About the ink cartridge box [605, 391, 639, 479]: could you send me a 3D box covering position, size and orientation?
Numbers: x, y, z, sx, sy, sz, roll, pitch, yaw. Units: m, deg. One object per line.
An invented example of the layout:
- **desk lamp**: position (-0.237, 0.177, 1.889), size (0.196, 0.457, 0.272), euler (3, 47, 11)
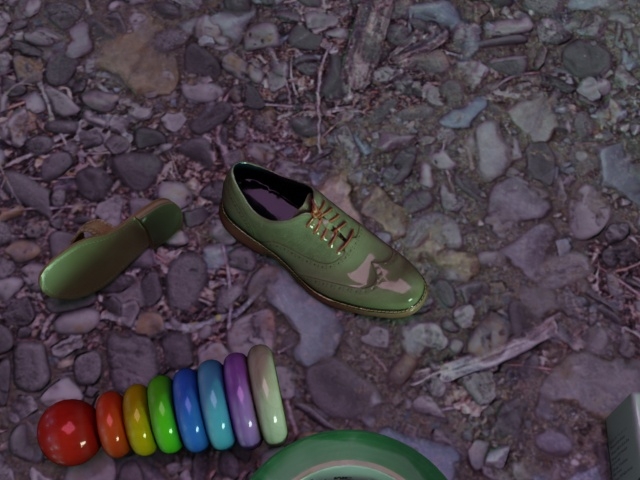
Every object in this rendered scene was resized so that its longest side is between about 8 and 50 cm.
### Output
- **ink cartridge box**: position (0.518, 0.363, 1.443), size (0.223, 0.129, 0.308), euler (1, 63, -3)

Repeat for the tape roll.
- **tape roll**: position (0.036, 0.410, 1.409), size (0.321, 0.077, 0.321), euler (2, 63, -3)

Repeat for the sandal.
- **sandal**: position (-0.322, 0.004, 1.615), size (0.240, 0.088, 0.079), euler (-32, 38, -25)

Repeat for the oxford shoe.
- **oxford shoe**: position (0.000, 0.000, 1.592), size (0.348, 0.130, 0.123), euler (26, 65, 9)

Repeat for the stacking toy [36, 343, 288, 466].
- **stacking toy**: position (-0.215, 0.240, 1.468), size (0.330, 0.141, 0.141), euler (-12, 65, -3)
